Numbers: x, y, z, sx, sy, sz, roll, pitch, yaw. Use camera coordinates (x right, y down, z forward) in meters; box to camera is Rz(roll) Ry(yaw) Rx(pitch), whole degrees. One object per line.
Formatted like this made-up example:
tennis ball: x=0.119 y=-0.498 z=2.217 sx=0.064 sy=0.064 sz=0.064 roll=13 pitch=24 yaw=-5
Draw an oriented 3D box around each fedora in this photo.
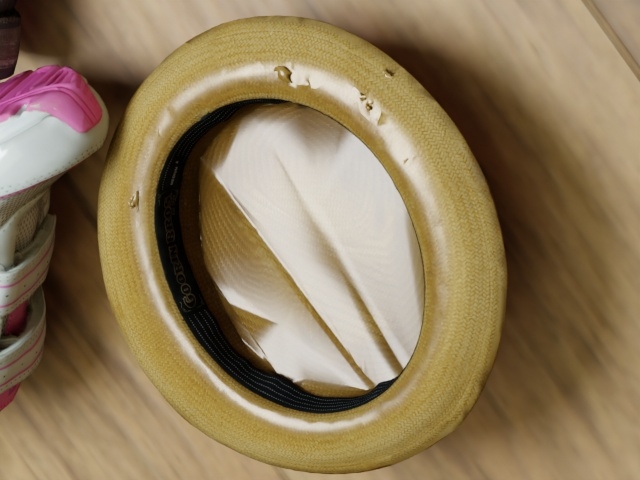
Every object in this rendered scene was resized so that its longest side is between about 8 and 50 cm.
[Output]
fedora: x=0.000 y=0.000 z=0.777 sx=0.194 sy=0.079 sz=0.194 roll=5 pitch=102 yaw=25

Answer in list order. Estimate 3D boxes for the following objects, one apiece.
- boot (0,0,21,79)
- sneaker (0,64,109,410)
boot: x=-0.204 y=-0.208 z=0.796 sx=0.263 sy=0.091 sz=0.229 roll=19 pitch=107 yaw=10
sneaker: x=-0.161 y=0.017 z=0.835 sx=0.111 sy=0.103 sz=0.252 roll=47 pitch=130 yaw=-3
